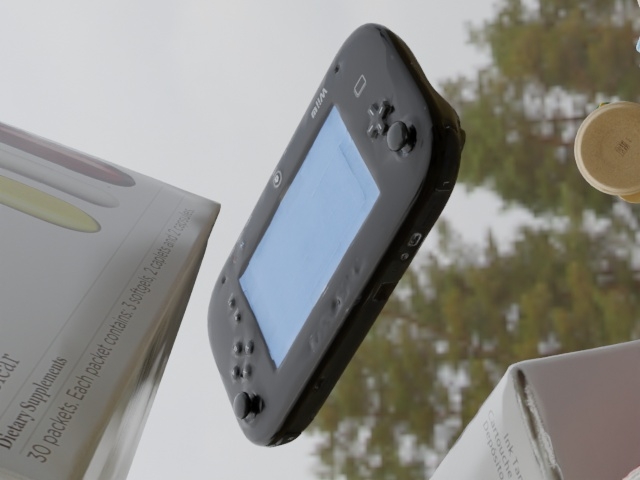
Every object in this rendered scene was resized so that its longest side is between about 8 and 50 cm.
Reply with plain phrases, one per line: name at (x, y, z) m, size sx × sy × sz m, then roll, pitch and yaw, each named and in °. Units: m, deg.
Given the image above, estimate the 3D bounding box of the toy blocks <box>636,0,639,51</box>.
toy blocks at (0.194, -0.177, 0.985) m, size 0.148 × 0.123 × 0.054 m, roll 109°, pitch -172°, yaw -45°

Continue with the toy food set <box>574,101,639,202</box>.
toy food set at (0.259, -0.079, 1.396) m, size 0.083 × 0.083 × 0.020 m, roll -68°, pitch -14°, yaw 7°

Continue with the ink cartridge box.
ink cartridge box at (0.206, 0.049, 0.579) m, size 0.261 × 0.296 × 0.066 m, roll 115°, pitch 141°, yaw -57°

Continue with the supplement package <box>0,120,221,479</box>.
supplement package at (-0.148, 0.086, 0.540) m, size 0.262 × 0.145 × 0.204 m, roll -75°, pitch 5°, yaw -72°

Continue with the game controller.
game controller at (0.000, 0.000, 1.199) m, size 0.067 × 0.319 × 0.166 m, roll 2°, pitch -139°, yaw -38°
